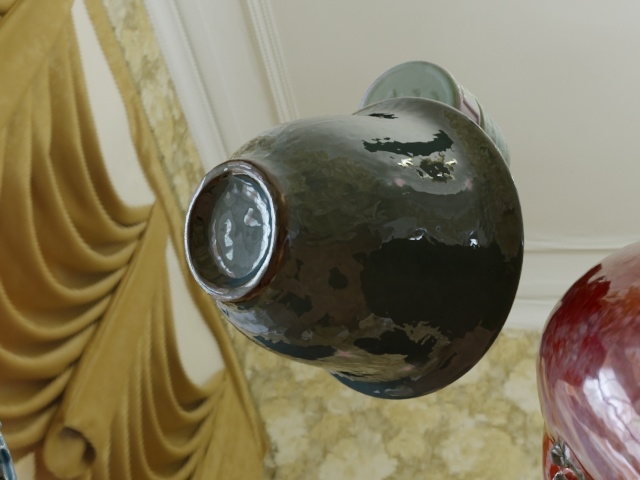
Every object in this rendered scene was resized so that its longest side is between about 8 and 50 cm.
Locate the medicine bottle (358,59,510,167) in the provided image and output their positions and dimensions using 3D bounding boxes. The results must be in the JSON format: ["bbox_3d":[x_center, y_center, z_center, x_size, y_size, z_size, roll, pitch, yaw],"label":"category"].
[{"bbox_3d":[0.129,-0.113,1.057,0.135,0.135,0.168,-14,-25,27],"label":"medicine bottle"}]

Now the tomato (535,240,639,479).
[{"bbox_3d":[0.234,0.121,0.464,0.227,0.270,0.270,-14,-48,-3],"label":"tomato"}]

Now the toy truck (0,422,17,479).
[{"bbox_3d":[-0.534,0.313,1.061,0.161,0.385,0.162,-39,-106,30],"label":"toy truck"}]

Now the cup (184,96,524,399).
[{"bbox_3d":[0.000,0.000,0.562,0.199,0.199,0.150,-29,-22,36],"label":"cup"}]
